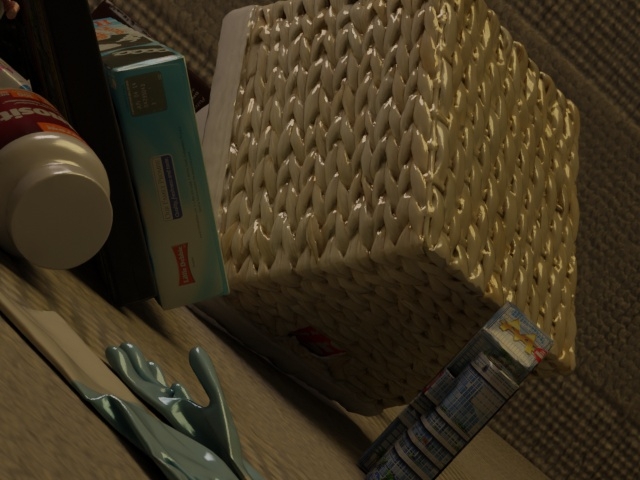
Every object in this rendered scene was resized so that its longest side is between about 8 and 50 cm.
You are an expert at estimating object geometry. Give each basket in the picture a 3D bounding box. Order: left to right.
[{"bbox_3d":[0.075,-0.045,1.721,0.266,0.331,0.328,-12,-32,30],"label":"basket"}]

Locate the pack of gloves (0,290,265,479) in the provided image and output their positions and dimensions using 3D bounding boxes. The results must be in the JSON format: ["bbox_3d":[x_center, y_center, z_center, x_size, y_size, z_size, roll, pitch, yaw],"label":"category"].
[{"bbox_3d":[-0.062,0.101,0.970,0.232,0.046,0.195,41,1,33],"label":"pack of gloves"}]

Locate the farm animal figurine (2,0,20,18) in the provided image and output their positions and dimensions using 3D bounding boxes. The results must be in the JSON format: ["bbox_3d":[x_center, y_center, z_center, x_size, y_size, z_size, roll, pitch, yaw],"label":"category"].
[{"bbox_3d":[-0.326,-0.235,1.064,0.326,0.330,0.172,12,7,-6],"label":"farm animal figurine"}]

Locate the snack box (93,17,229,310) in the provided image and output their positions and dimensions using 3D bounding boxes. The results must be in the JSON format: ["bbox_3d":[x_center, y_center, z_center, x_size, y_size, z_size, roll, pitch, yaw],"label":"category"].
[{"bbox_3d":[-0.152,-0.074,1.446,0.322,0.060,0.187,-144,-138,-70],"label":"snack box"}]

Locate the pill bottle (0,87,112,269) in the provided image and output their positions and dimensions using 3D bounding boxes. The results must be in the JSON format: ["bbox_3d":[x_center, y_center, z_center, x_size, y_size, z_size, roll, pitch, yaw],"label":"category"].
[{"bbox_3d":[-0.186,-0.039,1.143,0.086,0.086,0.152,40,1,-33],"label":"pill bottle"}]

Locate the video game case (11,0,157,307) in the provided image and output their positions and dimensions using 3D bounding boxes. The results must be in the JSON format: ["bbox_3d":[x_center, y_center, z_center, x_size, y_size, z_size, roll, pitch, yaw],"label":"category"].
[{"bbox_3d":[-0.191,-0.114,1.339,0.248,0.035,0.275,-136,-148,-67],"label":"video game case"}]

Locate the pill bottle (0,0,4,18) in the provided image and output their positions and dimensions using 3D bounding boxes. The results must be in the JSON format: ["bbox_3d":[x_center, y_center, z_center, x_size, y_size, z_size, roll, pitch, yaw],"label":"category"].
[{"bbox_3d":[-0.372,-0.259,1.524,0.160,0.160,0.283,40,2,-30],"label":"pill bottle"}]

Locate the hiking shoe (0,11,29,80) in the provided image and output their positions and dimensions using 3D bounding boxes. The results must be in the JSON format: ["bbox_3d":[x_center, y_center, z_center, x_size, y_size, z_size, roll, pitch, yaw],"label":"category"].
[{"bbox_3d":[-0.384,-0.250,1.889,0.132,0.113,0.304,42,2,17],"label":"hiking shoe"}]

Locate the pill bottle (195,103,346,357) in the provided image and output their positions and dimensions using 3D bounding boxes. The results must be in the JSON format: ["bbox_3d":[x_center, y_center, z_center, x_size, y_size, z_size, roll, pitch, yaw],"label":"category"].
[{"bbox_3d":[0.000,0.000,2.062,0.229,0.229,0.407,42,2,43],"label":"pill bottle"}]

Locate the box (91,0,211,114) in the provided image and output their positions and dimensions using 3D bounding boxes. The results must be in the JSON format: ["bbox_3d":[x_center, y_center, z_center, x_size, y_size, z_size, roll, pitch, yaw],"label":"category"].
[{"bbox_3d":[-0.229,-0.162,2.235,0.168,0.167,0.203,42,2,38],"label":"box"}]

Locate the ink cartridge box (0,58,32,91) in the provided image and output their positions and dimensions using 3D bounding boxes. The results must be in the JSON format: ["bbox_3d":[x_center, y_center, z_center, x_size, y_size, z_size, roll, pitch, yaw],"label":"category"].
[{"bbox_3d":[-0.325,-0.153,1.723,0.122,0.052,0.088,39,2,-3],"label":"ink cartridge box"}]

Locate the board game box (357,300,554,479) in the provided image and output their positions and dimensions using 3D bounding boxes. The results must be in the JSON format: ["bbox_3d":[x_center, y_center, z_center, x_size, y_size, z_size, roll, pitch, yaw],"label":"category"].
[{"bbox_3d":[0.117,0.139,1.516,0.060,0.194,0.194,42,1,6],"label":"board game box"}]
